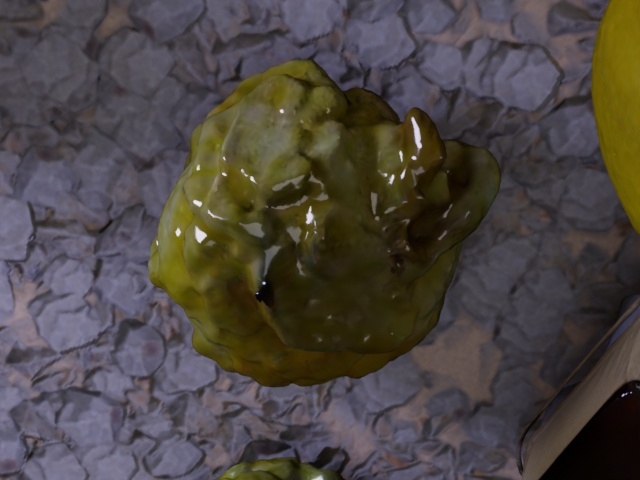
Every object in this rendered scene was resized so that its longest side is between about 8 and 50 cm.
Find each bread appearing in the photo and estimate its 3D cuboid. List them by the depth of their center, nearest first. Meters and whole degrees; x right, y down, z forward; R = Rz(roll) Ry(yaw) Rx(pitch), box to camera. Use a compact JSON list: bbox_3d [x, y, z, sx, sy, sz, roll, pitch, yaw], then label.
[{"bbox_3d":[0.242,0.124,1.307,0.142,0.212,0.224,39,126,7],"label":"bread"}]

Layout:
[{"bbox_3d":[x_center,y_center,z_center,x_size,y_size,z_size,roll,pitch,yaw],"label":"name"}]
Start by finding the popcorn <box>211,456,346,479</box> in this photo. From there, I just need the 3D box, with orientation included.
[{"bbox_3d":[-0.016,0.263,1.400,0.198,0.212,0.198,-4,83,39],"label":"popcorn"}]

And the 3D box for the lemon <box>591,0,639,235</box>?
[{"bbox_3d":[0.340,-0.085,1.163,0.348,0.348,0.348,1,110,2],"label":"lemon"}]

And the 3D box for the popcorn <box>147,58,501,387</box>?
[{"bbox_3d":[0.000,0.000,1.284,0.266,0.192,0.233,-29,113,30],"label":"popcorn"}]
